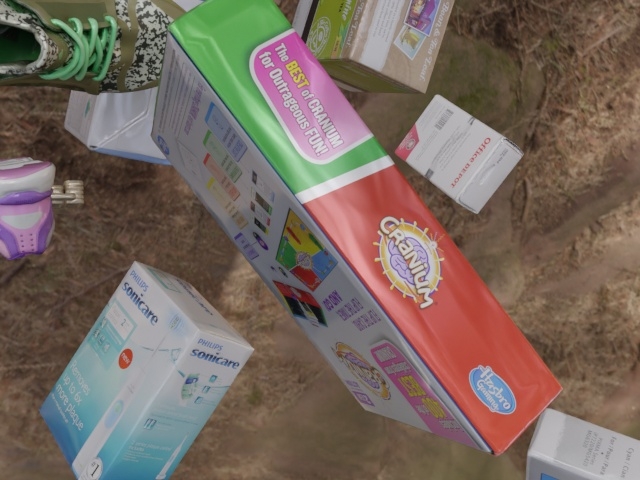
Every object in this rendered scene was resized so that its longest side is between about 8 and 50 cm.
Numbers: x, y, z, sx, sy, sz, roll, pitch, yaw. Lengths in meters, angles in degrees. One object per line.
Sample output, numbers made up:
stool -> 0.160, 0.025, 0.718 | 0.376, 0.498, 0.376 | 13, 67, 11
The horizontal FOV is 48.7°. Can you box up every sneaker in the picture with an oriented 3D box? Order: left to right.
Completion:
sneaker -> -0.343, -0.035, 0.769 | 0.095, 0.236, 0.104 | -15, 107, -29
sneaker -> -0.311, -0.220, 0.808 | 0.411, 0.182, 0.158 | -5, 125, -36

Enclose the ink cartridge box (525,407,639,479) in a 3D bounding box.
ink cartridge box -> 0.366, 0.321, 0.794 | 0.261, 0.066, 0.296 | 15, 145, 26

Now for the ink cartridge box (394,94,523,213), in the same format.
ink cartridge box -> 0.285, -0.182, 1.474 | 0.092, 0.218, 0.158 | 24, 107, -44

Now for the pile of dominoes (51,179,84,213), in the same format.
pile of dominoes -> -0.515, -0.071, 1.135 | 0.251, 0.040, 0.196 | -2, 176, -25

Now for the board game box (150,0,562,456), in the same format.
board game box -> 0.000, 0.000, 0.526 | 0.064, 0.242, 0.316 | -39, 95, -16

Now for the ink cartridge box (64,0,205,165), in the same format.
ink cartridge box -> -0.332, -0.295, 1.222 | 0.151, 0.395, 0.269 | 11, 98, -30

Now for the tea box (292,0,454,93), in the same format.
tea box -> 0.115, -0.523, 1.597 | 0.220, 0.324, 0.328 | 16, 92, -33

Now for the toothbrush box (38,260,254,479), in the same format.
toothbrush box -> -0.274, 0.217, 1.096 | 0.126, 0.216, 0.295 | 31, 95, -48
